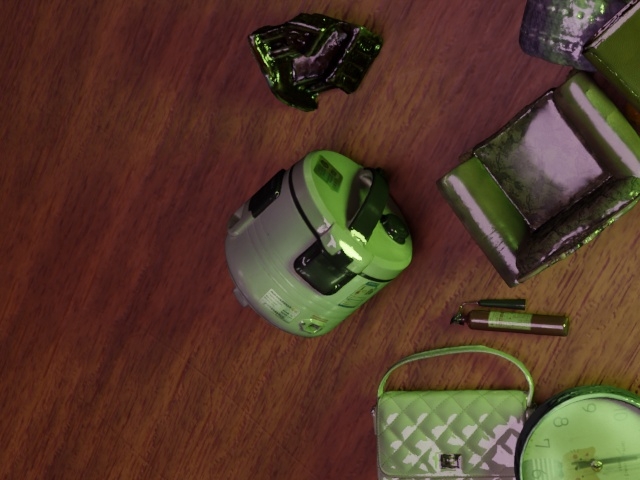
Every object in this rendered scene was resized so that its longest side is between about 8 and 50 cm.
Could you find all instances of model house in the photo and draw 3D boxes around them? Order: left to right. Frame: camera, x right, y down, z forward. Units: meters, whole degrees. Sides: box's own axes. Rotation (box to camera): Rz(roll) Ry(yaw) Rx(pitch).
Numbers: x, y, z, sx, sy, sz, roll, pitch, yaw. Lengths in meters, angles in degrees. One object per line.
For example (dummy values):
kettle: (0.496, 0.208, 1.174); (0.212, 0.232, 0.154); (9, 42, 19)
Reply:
model house: (0.000, -0.261, 1.992); (0.152, 0.165, 0.106); (-16, 78, 24)

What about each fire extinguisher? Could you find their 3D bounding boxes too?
fire extinguisher: (0.262, 0.106, 2.012); (0.173, 0.035, 0.049); (3, 106, 20)

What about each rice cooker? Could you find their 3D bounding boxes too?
rice cooker: (0.000, 0.000, 1.999); (0.244, 0.226, 0.226); (-38, 85, 26)

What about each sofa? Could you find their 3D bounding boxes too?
sofa: (0.297, -0.085, 1.871); (0.258, 0.182, 0.200); (-37, 85, 26)

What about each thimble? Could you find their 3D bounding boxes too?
thimble: (0.331, -0.277, 1.833); (0.150, 0.150, 0.098); (18, 110, 19)

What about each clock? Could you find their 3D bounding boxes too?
clock: (0.378, 0.310, 1.958); (0.226, 0.049, 0.226); (1, 101, 4)

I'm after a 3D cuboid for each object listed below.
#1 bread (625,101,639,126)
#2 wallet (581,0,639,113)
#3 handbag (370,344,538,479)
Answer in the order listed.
bread: (0.477, -0.258, 1.814); (0.139, 0.077, 0.271); (24, 113, 21)
wallet: (0.425, -0.202, 1.765); (0.110, 0.031, 0.198); (-43, 104, 15)
handbag: (0.192, 0.260, 2.055); (0.256, 0.079, 0.219); (-3, 97, 23)
